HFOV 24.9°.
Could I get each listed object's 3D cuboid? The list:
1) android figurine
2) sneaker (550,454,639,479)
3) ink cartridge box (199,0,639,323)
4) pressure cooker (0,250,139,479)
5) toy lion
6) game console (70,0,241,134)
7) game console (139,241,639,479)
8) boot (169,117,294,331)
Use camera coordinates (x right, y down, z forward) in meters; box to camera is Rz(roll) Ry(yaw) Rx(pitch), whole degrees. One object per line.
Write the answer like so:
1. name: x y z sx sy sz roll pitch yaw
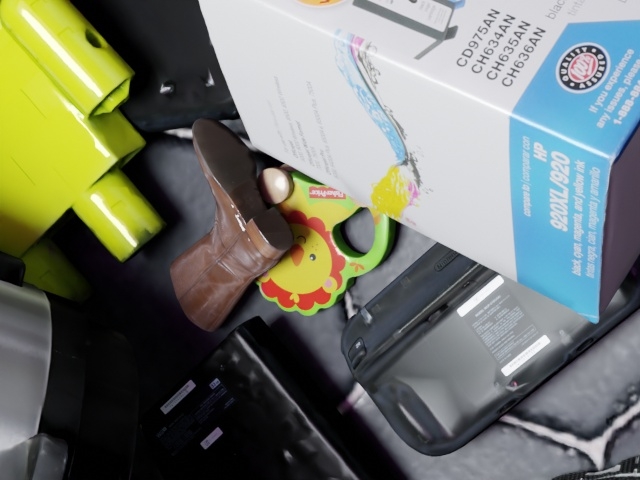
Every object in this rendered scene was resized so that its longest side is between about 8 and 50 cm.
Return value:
1. android figurine: -0.230 -0.075 0.965 0.248 0.056 0.273 -38 93 31
2. sneaker: 0.178 0.152 0.837 0.109 0.040 0.044 -19 102 29
3. ink cartridge box: 0.084 -0.108 0.753 0.232 0.168 0.171 27 69 21
4. pressure cooker: -0.292 0.175 0.852 0.420 0.370 0.376 21 108 -19
5. toy lion: 0.000 0.000 0.913 0.100 0.034 0.096 2 101 25
6. game console: -0.224 -0.230 0.997 0.386 0.060 0.342 -7 97 27
7. game console: 0.057 0.100 0.876 0.361 0.044 0.213 -42 83 22
8. boot: -0.073 -0.007 0.926 0.114 0.037 0.106 -46 68 48
